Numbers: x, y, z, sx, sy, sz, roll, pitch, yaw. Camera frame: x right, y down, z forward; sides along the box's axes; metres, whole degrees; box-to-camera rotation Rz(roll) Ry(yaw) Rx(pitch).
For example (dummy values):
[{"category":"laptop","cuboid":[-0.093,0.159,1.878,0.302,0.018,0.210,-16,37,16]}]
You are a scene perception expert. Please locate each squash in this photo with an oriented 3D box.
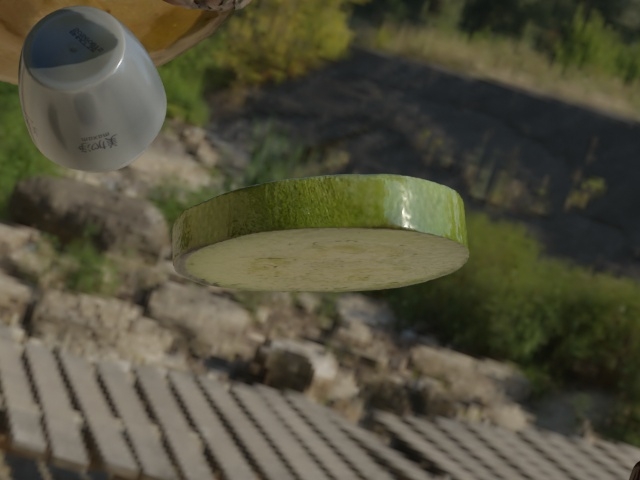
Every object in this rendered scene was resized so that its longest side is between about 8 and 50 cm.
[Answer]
[{"category":"squash","cuboid":[0.000,0.000,1.277,0.252,0.049,0.252,-3,-13,-1]}]

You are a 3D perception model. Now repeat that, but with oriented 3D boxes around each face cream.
[{"category":"face cream","cuboid":[-0.146,-0.095,0.955,0.091,0.091,0.095,20,-24,14]}]

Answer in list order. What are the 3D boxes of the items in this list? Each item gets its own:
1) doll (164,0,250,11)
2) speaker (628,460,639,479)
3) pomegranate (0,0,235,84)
[{"category":"doll","cuboid":[-0.075,-0.226,0.889,0.201,0.156,0.303,-3,29,-3]},{"category":"speaker","cuboid":[0.274,0.252,0.778,0.198,0.330,0.259,22,-1,-27]},{"category":"pomegranate","cuboid":[-0.198,-0.282,1.140,0.338,0.338,0.338,18,6,-2]}]
